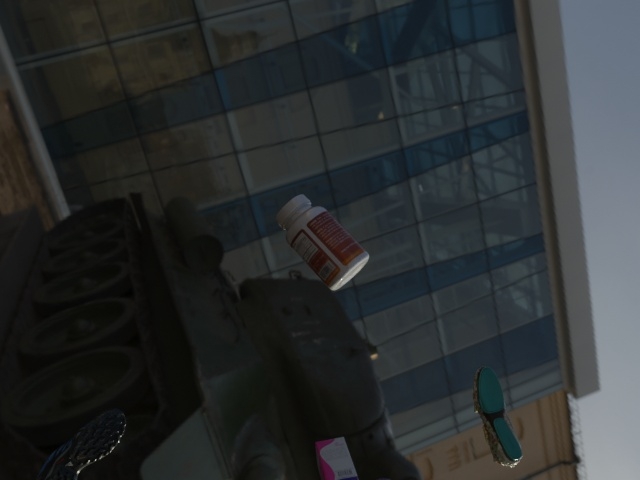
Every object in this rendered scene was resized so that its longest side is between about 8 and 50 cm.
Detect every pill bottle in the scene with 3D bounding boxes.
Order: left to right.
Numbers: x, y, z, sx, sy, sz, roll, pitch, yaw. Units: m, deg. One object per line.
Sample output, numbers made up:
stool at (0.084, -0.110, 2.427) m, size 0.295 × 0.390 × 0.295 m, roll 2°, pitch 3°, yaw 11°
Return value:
pill bottle at (0.000, 0.000, 1.527) m, size 0.216 × 0.121 × 0.121 m, roll 47°, pitch -19°, yaw 12°

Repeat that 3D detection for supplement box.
supplement box at (0.057, 0.818, 2.352) m, size 0.220 × 0.111 × 0.113 m, roll -115°, pitch -161°, yaw -63°

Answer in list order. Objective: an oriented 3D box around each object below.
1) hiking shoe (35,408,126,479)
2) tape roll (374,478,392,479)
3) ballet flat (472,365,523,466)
hiking shoe at (-0.681, 0.581, 1.847) m, size 0.132 × 0.304 × 0.113 m, roll 15°, pitch -35°, yaw 53°
tape roll at (0.174, 0.792, 1.912) m, size 0.080 × 0.189 × 0.189 m, roll 51°, pitch -6°, yaw -20°
ballet flat at (0.413, 0.431, 1.609) m, size 0.077 × 0.091 × 0.240 m, roll 130°, pitch -46°, yaw -53°
